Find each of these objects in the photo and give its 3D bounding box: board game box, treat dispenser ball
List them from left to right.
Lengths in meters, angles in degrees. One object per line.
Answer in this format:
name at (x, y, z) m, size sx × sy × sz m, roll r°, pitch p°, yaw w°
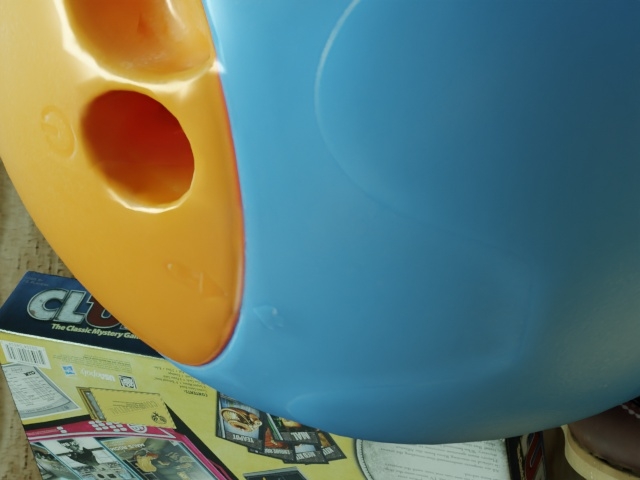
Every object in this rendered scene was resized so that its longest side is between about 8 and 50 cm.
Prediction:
board game box at (-0.018, 0.103, 0.899) m, size 0.042 × 0.243 × 0.165 m, roll -60°, pitch -30°, yaw -42°
treat dispenser ball at (0.033, -0.080, 0.623) m, size 0.288 × 0.288 × 0.288 m, roll -177°, pitch 90°, yaw -79°

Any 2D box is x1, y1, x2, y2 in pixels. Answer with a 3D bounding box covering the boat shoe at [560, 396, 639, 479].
boat shoe at (0.118, 0.045, 0.722) m, size 0.207 × 0.073 × 0.073 m, roll -142°, pitch 53°, yaw -77°
